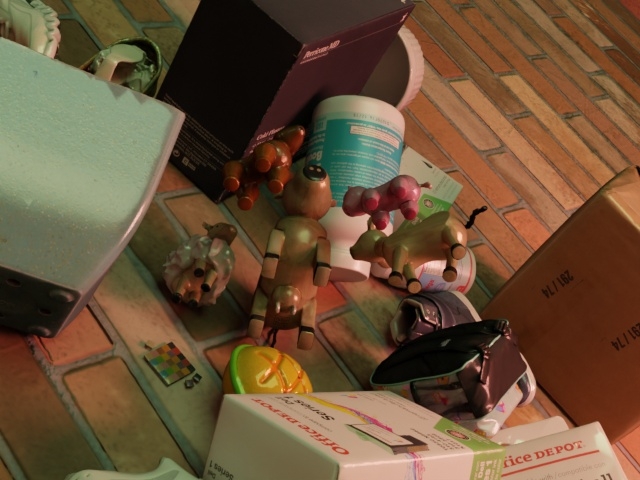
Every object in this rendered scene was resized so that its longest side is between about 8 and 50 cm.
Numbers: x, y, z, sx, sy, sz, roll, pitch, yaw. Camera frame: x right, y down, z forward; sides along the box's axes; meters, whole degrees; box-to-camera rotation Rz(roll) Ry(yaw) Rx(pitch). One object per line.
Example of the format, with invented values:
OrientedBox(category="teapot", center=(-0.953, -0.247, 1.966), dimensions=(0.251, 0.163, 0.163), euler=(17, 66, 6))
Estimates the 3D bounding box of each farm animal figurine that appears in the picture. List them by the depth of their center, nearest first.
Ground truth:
OrientedBox(category="farm animal figurine", center=(0.000, 0.000, 1.309), dimensions=(0.330, 0.327, 0.172), euler=(28, 25, -12))

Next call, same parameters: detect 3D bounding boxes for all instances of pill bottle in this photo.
OrientedBox(category="pill bottle", center=(0.043, -0.075, 1.503), dimensions=(0.146, 0.146, 0.264), euler=(16, 72, -24))
OrientedBox(category="pill bottle", center=(0.161, 0.038, 1.576), dimensions=(0.160, 0.087, 0.087), euler=(11, 43, -28))

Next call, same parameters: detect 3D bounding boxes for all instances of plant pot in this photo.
OrientedBox(category="plant pot", center=(-0.335, -0.036, 1.162), dimensions=(0.248, 0.247, 0.252), euler=(21, 56, -19))

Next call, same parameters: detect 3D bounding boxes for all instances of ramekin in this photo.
OrientedBox(category="ramekin", center=(0.093, -0.317, 1.825), dimensions=(0.207, 0.207, 0.109), euler=(45, 29, 12))

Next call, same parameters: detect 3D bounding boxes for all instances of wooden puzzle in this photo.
OrientedBox(category="wooden puzzle", center=(-0.189, 0.155, 1.244), dimensions=(0.083, 0.006, 0.049), euler=(47, 38, 15))

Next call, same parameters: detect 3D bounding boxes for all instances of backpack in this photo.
OrientedBox(category="backpack", center=(0.168, 0.194, 1.335), dimensions=(0.166, 0.188, 0.144), euler=(-39, 113, -51))

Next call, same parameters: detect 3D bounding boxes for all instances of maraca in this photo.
OrientedBox(category="maraca", center=(-0.051, 0.199, 1.234), dimensions=(0.186, 0.099, 0.127), euler=(41, 30, -38))

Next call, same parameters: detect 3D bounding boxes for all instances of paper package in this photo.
OrientedBox(category="paper package", center=(0.468, 0.104, 1.543), dimensions=(0.309, 0.325, 0.168), euler=(49, 39, 16))

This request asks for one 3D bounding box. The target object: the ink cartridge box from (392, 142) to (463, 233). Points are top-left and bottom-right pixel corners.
OrientedBox(category="ink cartridge box", center=(0.110, -0.095, 1.678), dimensions=(0.219, 0.092, 0.160), euler=(37, 36, 1))

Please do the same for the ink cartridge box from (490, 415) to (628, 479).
OrientedBox(category="ink cartridge box", center=(0.283, 0.360, 1.222), dimensions=(0.207, 0.119, 0.353), euler=(-14, 51, -6))

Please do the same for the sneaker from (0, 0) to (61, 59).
OrientedBox(category="sneaker", center=(-0.465, -0.329, 1.493), dimensions=(0.118, 0.110, 0.292), euler=(-2, 42, -29))

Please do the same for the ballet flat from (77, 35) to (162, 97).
OrientedBox(category="ballet flat", center=(-0.333, -0.210, 1.444), dimensions=(0.123, 0.123, 0.348), euler=(35, 37, 0))

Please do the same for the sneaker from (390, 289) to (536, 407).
OrientedBox(category="sneaker", center=(0.201, 0.162, 1.460), dimensions=(0.163, 0.086, 0.226), euler=(5, 35, -49))

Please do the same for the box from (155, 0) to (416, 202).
OrientedBox(category="box", center=(-0.063, -0.273, 1.556), dimensions=(0.179, 0.312, 0.343), euler=(43, 37, 10))

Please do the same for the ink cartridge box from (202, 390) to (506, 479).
OrientedBox(category="ink cartridge box", center=(0.039, 0.256, 1.119), dimensions=(0.278, 0.117, 0.201), euler=(7, 9, -43))

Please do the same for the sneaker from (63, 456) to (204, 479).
OrientedBox(category="sneaker", center=(-0.248, 0.303, 0.966), dimensions=(0.330, 0.122, 0.146), euler=(-10, 38, -43))
